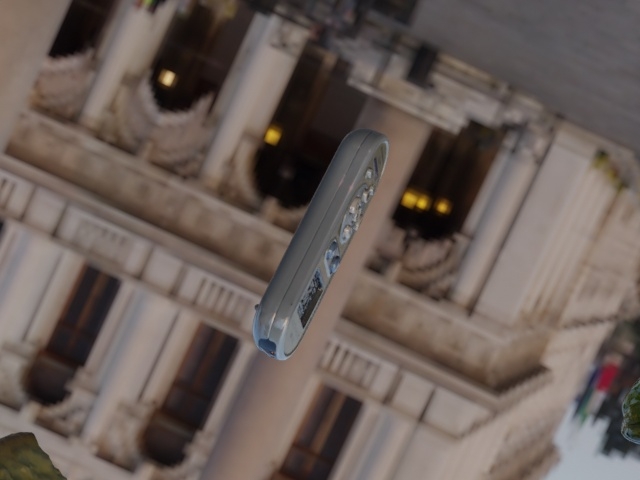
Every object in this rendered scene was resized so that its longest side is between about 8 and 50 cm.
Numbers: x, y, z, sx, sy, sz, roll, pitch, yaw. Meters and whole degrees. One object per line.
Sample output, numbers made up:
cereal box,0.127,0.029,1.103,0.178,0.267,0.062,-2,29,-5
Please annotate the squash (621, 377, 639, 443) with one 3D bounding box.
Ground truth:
squash,0.254,0.025,0.872,0.137,0.137,0.287,25,140,5

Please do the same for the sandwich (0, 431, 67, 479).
sandwich,-0.189,0.213,0.740,0.122,0.235,0.128,47,-163,5

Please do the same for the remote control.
remote control,0.000,0.000,1.551,0.047,0.244,0.087,23,161,11
